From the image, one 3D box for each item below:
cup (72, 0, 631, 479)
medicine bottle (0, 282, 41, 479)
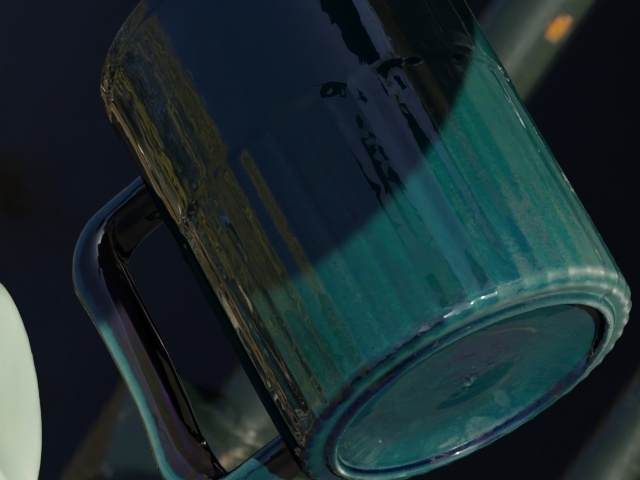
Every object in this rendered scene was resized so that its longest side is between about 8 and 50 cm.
[{"bbox_3d":[0.002,-0.010,1.168,0.308,0.242,0.292,-25,64,-10],"label":"cup"},{"bbox_3d":[-0.245,0.095,0.997,0.168,0.135,0.135,-9,63,7],"label":"medicine bottle"}]
